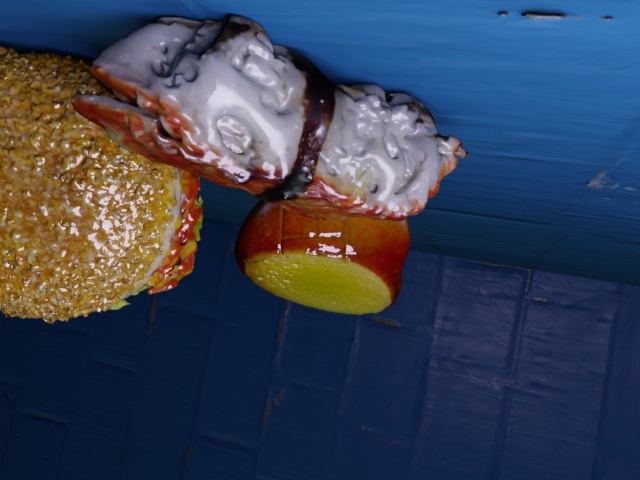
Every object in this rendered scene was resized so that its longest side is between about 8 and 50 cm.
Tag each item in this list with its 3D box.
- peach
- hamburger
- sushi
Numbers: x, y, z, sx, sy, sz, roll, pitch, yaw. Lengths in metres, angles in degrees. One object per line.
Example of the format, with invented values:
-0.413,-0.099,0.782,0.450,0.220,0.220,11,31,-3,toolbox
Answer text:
0.000,0.000,0.980,0.275,0.248,0.245,5,-143,-10,peach
-0.274,-0.055,0.629,0.294,0.275,0.179,-3,-174,-9,hamburger
-0.026,-0.095,0.510,0.332,0.129,0.124,18,178,-31,sushi
